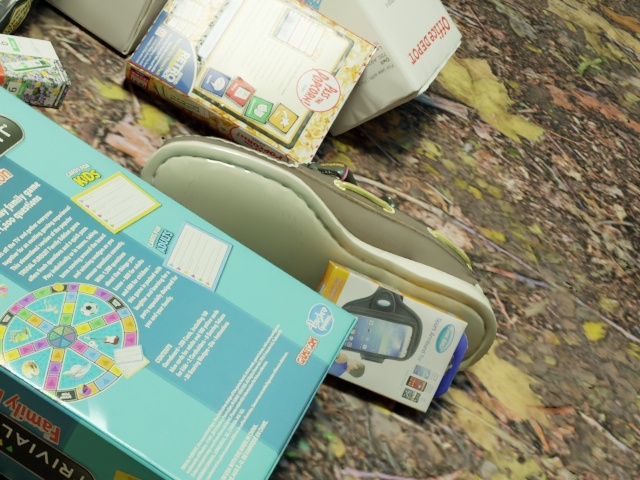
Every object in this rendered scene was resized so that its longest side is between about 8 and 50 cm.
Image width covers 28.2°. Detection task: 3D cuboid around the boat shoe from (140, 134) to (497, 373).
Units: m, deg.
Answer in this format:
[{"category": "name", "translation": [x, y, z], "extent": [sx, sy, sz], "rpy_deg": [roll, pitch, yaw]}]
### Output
[{"category": "boat shoe", "translation": [0.000, 0.000, 1.049], "extent": [0.324, 0.117, 0.097], "rpy_deg": [27, 27, -17]}]

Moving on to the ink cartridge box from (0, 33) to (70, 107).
[{"category": "ink cartridge box", "translation": [-0.277, -0.149, 1.087], "extent": [0.115, 0.029, 0.063], "rpy_deg": [4, 42, -39]}]

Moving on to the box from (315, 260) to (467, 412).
[{"category": "box", "translation": [0.052, 0.080, 1.009], "extent": [0.136, 0.081, 0.028], "rpy_deg": [23, 5, -13]}]

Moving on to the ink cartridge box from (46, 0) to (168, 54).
[{"category": "ink cartridge box", "translation": [-0.198, -0.303, 1.304], "extent": [0.172, 0.100, 0.237], "rpy_deg": [34, 30, 3]}]

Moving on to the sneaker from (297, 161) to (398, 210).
[{"category": "sneaker", "translation": [-0.009, -0.045, 1.135], "extent": [0.178, 0.077, 0.072], "rpy_deg": [25, 31, -11]}]

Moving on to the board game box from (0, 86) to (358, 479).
[{"category": "board game box", "translation": [-0.165, 0.048, 0.864], "extent": [0.336, 0.079, 0.254], "rpy_deg": [33, 31, 1]}]

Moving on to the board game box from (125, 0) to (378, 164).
[{"category": "board game box", "translation": [-0.065, -0.169, 1.210], "extent": [0.193, 0.045, 0.147], "rpy_deg": [31, 72, -2]}]

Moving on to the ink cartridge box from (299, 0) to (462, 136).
[{"category": "ink cartridge box", "translation": [0.013, -0.275, 1.340], "extent": [0.278, 0.117, 0.201], "rpy_deg": [56, 30, -11]}]

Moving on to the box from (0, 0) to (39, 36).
[{"category": "box", "translation": [-0.326, -0.305, 1.142], "extent": [0.220, 0.051, 0.175], "rpy_deg": [33, 75, 1]}]
